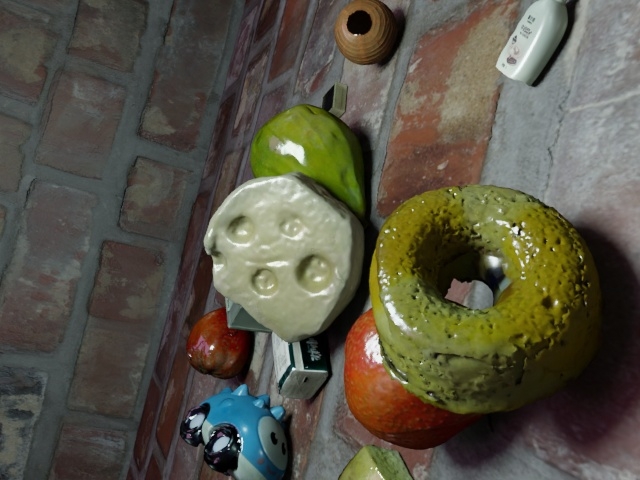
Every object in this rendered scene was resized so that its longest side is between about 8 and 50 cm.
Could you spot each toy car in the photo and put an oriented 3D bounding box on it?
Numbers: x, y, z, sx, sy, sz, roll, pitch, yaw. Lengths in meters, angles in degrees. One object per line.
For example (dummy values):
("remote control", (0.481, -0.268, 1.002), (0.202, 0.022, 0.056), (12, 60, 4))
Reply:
("toy car", (-0.161, 0.414, 1.301), (0.190, 0.188, 0.255), (-45, 31, -18))

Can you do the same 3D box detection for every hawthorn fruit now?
("hawthorn fruit", (0.139, 0.155, 0.739), (0.226, 0.197, 0.196), (-14, 63, 50))
("hawthorn fruit", (-0.260, 0.264, 1.677), (0.235, 0.181, 0.181), (-62, 18, -17))

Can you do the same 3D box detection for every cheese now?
("cheese", (-0.068, 0.034, 1.170), (0.115, 0.318, 0.326), (-16, -80, -71))

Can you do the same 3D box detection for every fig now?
("fig", (0.006, -0.154, 1.293), (0.233, 0.314, 0.233), (-56, -13, -21))

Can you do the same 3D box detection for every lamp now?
("lamp", (0.096, -0.439, 1.286), (0.136, 0.137, 0.136), (-48, 34, 49))

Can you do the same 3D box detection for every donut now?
("donut", (0.164, 0.043, 0.648), (0.272, 0.272, 0.107), (-100, -8, -46))

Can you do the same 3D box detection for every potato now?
("potato", (0.075, 0.391, 0.874), (0.120, 0.081, 0.149), (-124, 53, -65))

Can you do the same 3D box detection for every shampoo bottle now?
("shampoo bottle", (0.298, -0.287, 0.815), (0.151, 0.045, 0.077), (-61, 25, 29))

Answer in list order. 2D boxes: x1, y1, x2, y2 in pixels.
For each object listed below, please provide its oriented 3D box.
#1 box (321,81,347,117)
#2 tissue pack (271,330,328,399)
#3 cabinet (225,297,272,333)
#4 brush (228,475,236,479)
("box", (0.031, -0.336, 1.506), (0.083, 0.035, 0.079), (-35, 45, 57))
("tissue pack", (-0.045, 0.229, 1.255), (0.170, 0.091, 0.103), (-99, 31, -48))
("cabinet", (-0.117, 0.097, 1.432), (0.206, 0.150, 0.145), (-57, 32, 37))
("brush", (-0.177, 0.612, 1.370), (0.067, 0.072, 0.312), (-16, 62, 50))
